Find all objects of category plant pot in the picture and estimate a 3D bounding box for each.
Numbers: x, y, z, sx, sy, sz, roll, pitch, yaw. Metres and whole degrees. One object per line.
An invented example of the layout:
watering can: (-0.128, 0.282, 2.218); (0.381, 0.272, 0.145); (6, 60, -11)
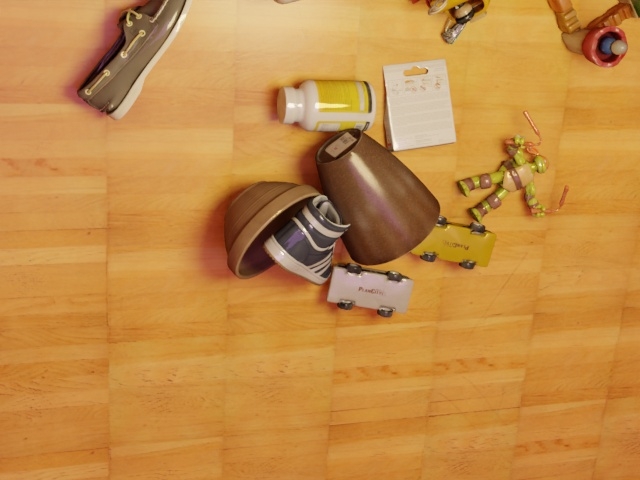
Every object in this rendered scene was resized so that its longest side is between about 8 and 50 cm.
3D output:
plant pot: (-0.113, -0.042, 1.857); (0.237, 0.237, 0.110); (-44, 74, 1)
plant pot: (0.093, -0.106, 1.861); (0.215, 0.215, 0.230); (-37, 119, -3)

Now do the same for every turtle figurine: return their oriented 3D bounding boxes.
turtle figurine: (0.412, -0.145, 2.030); (0.217, 0.087, 0.269); (-26, 123, 1)

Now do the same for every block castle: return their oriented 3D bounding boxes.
block castle: (0.674, -0.593, 1.886); (0.453, 0.213, 0.303); (-34, 115, -4)

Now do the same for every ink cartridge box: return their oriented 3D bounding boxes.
ink cartridge box: (0.202, -0.283, 1.950); (0.146, 0.045, 0.179); (-9, 93, -14)

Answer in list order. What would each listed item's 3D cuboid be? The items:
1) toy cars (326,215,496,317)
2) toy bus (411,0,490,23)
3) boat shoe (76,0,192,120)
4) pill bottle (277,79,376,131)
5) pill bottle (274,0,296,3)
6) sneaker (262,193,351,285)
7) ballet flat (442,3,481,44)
toy cars: (0.191, 0.049, 2.032); (0.394, 0.087, 0.176); (-29, 110, -3)
toy bus: (0.284, -0.479, 1.812); (0.202, 0.191, 0.104); (-42, 116, -1)
boat shoe: (-0.336, -0.368, 1.699); (0.091, 0.109, 0.305); (28, 102, -29)
pill bottle: (0.011, -0.269, 1.848); (0.184, 0.103, 0.103); (-1, 109, -17)
pill bottle: (0.038, -0.557, 1.718); (0.302, 0.169, 0.169); (-19, 113, -10)
sneaker: (0.000, 0.000, 1.863); (0.153, 0.282, 0.099); (-45, 71, 7)
ballet flat: (0.292, -0.458, 1.909); (0.041, 0.041, 0.114); (40, 93, -25)
